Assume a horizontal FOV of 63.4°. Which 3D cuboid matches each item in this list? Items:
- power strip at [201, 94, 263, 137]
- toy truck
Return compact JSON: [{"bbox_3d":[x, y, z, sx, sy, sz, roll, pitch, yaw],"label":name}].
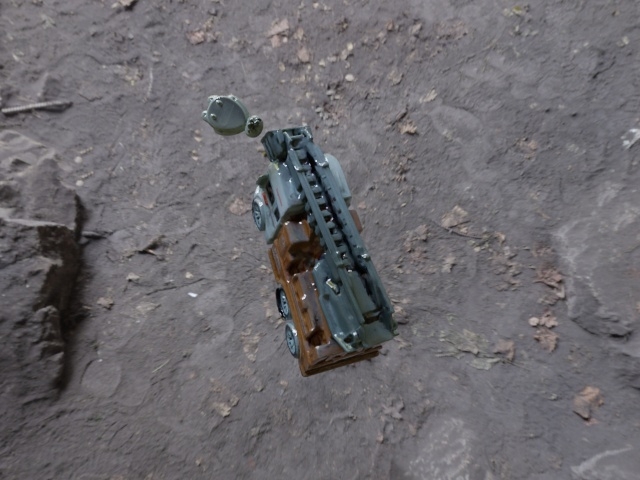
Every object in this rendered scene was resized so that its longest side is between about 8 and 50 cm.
[{"bbox_3d":[-0.116,-0.162,0.682,0.083,0.035,0.055,23,90,0],"label":"power strip"},{"bbox_3d":[0.000,0.000,0.730,0.132,0.184,0.339,-11,70,-20],"label":"toy truck"}]
